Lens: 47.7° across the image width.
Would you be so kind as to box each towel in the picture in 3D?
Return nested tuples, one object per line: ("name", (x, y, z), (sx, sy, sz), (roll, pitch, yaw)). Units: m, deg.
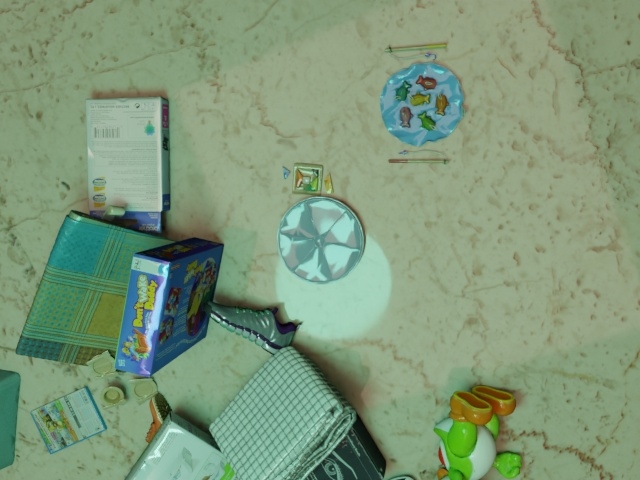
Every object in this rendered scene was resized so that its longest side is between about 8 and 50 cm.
("towel", (-0.081, 0.408, 1.593), (0.284, 0.121, 0.235), (-50, 44, 1))
("towel", (-0.505, 0.126, 1.654), (0.271, 0.040, 0.370), (18, 108, -29))

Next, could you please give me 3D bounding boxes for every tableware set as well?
("tableware set", (-0.469, 0.330, 1.725), (0.141, 0.020, 0.169), (-13, 113, -8))

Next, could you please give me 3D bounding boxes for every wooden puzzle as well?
("wooden puzzle", (-0.029, -0.139, 1.650), (0.116, 0.014, 0.079), (-1, 95, 9))

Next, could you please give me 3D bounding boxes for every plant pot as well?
("plant pot", (-0.907, 0.449, 1.725), (0.247, 0.252, 0.247), (8, 97, 8))

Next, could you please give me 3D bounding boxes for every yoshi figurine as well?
("yoshi figurine", (0.345, 0.517, 1.569), (0.203, 0.203, 0.362), (10, 100, 1))

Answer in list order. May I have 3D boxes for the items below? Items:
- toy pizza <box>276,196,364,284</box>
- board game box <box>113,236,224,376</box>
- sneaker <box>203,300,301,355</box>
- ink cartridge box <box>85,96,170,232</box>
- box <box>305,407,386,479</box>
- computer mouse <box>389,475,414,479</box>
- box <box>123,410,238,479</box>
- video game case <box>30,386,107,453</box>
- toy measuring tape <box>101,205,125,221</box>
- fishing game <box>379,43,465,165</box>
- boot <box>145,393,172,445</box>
("toy pizza", (0.000, 0.000, 1.650), (0.201, 0.032, 0.201), (1, 96, 10))
("board game box", (-0.314, 0.128, 1.552), (0.078, 0.347, 0.233), (13, 97, 8))
("sneaker", (-0.157, 0.176, 1.663), (0.223, 0.083, 0.098), (32, 89, -17))
("ink cartridge box", (-0.448, -0.174, 1.689), (0.185, 0.065, 0.311), (1, 93, 9))
("box", (0.025, 0.509, 1.657), (0.207, 0.108, 0.153), (-30, 90, 10))
("computer mouse", (0.135, 0.602, 1.671), (0.193, 0.042, 0.106), (-25, 110, 10))
("box", (-0.322, 0.569, 1.649), (0.231, 0.127, 0.262), (34, 82, -9))
("video game case", (-0.627, 0.448, 1.801), (0.166, 0.015, 0.119), (-25, 92, 10))
("toy measuring tape", (-0.535, 0.062, 1.675), (0.121, 0.121, 0.330), (46, 117, 2))
("fishing game", (0.222, -0.297, 1.584), (0.189, 0.041, 0.264), (3, 96, 11))
("boot", (-0.394, 0.452, 1.745), (0.084, 0.059, 0.158), (-16, 94, 15))
